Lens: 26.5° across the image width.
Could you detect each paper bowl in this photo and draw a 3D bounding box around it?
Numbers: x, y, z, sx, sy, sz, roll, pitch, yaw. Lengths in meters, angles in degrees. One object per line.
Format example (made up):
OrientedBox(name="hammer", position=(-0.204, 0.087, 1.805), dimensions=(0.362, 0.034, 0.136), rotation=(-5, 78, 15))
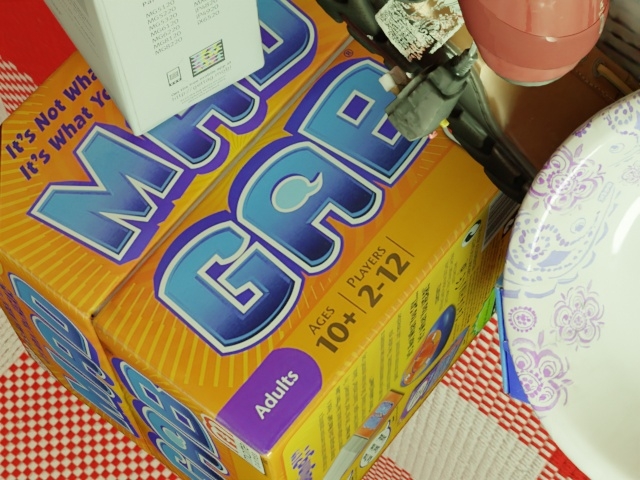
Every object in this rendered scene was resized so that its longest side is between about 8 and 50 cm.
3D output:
OrientedBox(name="paper bowl", position=(0.270, 0.032, 0.849), dimensions=(0.284, 0.284, 0.148), rotation=(33, -156, 21))

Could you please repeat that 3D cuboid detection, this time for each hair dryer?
OrientedBox(name="hair dryer", position=(0.050, -0.161, 0.729), dimensions=(0.223, 0.080, 0.293), rotation=(36, 145, -15))

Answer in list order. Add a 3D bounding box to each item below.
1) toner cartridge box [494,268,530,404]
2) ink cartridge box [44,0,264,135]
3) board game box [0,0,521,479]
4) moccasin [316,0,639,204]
OrientedBox(name="toner cartridge box", position=(0.307, 0.109, 1.022), dimensions=(0.347, 0.075, 0.165), rotation=(20, 148, 23))
OrientedBox(name="ink cartridge box", position=(-0.181, -0.284, 1.033), dimensions=(0.309, 0.130, 0.272), rotation=(54, 167, 21))
OrientedBox(name="board game box", position=(-0.059, 0.012, 1.235), dimensions=(0.356, 0.356, 0.356), rotation=(35, 160, 17))
OrientedBox(name="moccasin", position=(0.086, -0.182, 0.896), dimensions=(0.380, 0.147, 0.139), rotation=(43, 176, -18))
